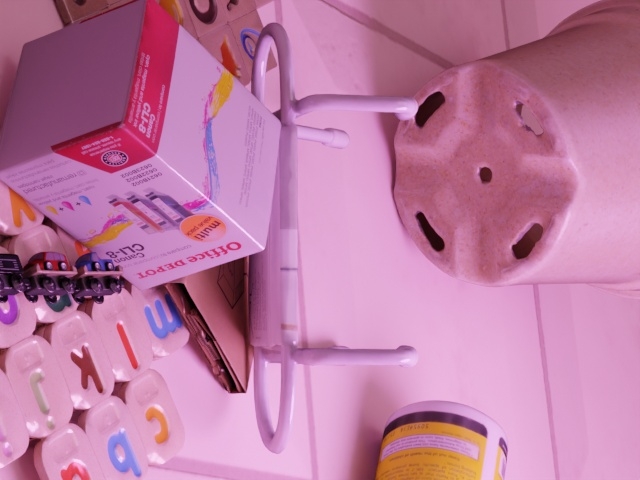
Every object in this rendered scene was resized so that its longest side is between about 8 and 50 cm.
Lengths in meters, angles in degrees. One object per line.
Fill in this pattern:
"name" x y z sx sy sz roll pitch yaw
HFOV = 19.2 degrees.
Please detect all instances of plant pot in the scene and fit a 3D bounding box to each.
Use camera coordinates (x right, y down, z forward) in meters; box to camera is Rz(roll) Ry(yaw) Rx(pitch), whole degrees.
"plant pot" 0.250 -0.082 1.946 0.305 0.334 0.333 -11 87 -49

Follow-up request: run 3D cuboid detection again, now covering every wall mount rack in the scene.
"wall mount rack" 0.000 0.000 1.592 0.304 0.130 0.350 169 -79 -76

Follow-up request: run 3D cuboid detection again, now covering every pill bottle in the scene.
"pill bottle" 0.101 0.260 1.706 0.119 0.119 0.208 49 39 -37

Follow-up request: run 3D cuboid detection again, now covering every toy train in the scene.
"toy train" -0.197 0.026 1.365 0.158 0.027 0.036 4 61 -57

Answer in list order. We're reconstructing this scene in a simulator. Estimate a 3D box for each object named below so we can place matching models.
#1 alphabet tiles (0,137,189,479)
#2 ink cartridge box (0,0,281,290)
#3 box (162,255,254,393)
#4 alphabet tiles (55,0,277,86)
"alphabet tiles" -0.195 0.057 1.396 0.284 0.021 0.278 -34 104 -59
"ink cartridge box" -0.132 -0.069 1.415 0.176 0.128 0.127 41 42 -41
"box" -0.079 0.000 1.575 0.164 0.021 0.201 65 28 -49
"alphabet tiles" -0.139 -0.254 1.637 0.342 0.011 0.285 -38 111 -58
